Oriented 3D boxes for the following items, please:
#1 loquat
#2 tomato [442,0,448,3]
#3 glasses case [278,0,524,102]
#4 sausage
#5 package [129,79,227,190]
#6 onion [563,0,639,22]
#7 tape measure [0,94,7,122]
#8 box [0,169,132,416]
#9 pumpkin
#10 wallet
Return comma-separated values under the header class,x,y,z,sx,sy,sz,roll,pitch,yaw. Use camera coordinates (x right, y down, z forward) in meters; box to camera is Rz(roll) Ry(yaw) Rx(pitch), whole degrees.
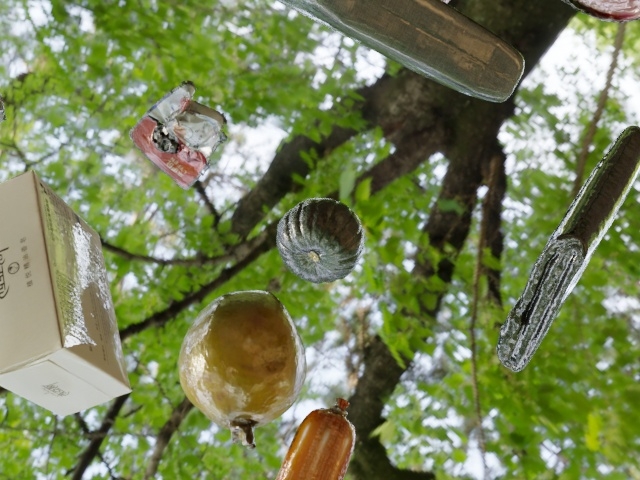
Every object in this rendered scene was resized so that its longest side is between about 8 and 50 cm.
class,x,y,z,sx,sy,sz,roll,pitch,yaw
loquat,-0.119,0.204,1.276,0.213,0.213,0.246,14,-129,-24
tomato,0.165,-0.503,1.435,0.260,0.260,0.180,-22,-96,-49
glasses case,0.076,-0.231,0.860,0.323,0.074,0.131,16,-166,-40
sausage,-0.027,0.362,1.146,0.093,0.093,0.312,27,-114,-8
package,-0.308,-0.239,1.829,0.071,0.269,0.194,-37,-92,-39
onion,0.408,-0.449,1.115,0.256,0.272,0.230,55,-135,-35
tape measure,-0.743,-0.298,1.660,0.197,0.120,0.236,54,-164,-11
box,-0.372,0.076,1.122,0.116,0.203,0.274,-21,-117,3
pumpkin,0.000,0.000,1.985,0.221,0.220,0.162,30,-146,-5
wallet,0.366,-0.003,1.175,0.062,0.228,0.406,30,-142,16
